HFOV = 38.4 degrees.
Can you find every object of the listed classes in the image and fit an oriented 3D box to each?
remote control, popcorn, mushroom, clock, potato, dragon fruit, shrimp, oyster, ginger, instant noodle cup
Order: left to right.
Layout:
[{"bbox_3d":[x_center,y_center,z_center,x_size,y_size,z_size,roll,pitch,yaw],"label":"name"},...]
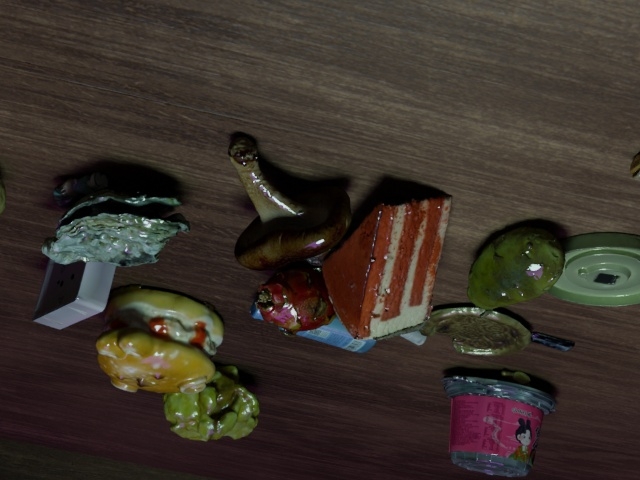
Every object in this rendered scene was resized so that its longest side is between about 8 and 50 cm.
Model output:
[{"bbox_3d":[-0.467,0.080,1.756,0.063,0.150,0.197,27,148,-33],"label":"clock"},{"bbox_3d":[-0.336,-0.016,1.533,0.198,0.112,0.268,5,165,-35],"label":"oyster"},{"bbox_3d":[-0.275,0.405,2.288,0.256,0.195,0.255,26,158,-28],"label":"popcorn"},{"bbox_3d":[-0.086,-0.067,1.416,0.227,0.148,0.217,-23,121,32],"label":"mushroom"},{"bbox_3d":[0.000,0.000,1.558,0.065,0.056,0.165,10,151,13],"label":"shrimp"},{"bbox_3d":[0.002,0.105,1.707,0.246,0.125,0.125,-10,-178,-4],"label":"dragon fruit"},{"bbox_3d":[0.392,0.430,2.081,0.302,0.181,0.258,17,161,-15],"label":"instant noodle cup"},{"bbox_3d":[0.312,0.051,1.507,0.117,0.090,0.225,50,143,6],"label":"potato"},{"bbox_3d":[0.440,0.305,2.030,0.097,0.030,0.048,33,165,-32],"label":"ginger"},{"bbox_3d":[0.461,0.205,1.847,0.096,0.014,0.039,17,152,-12],"label":"remote control"},{"bbox_3d":[0.479,0.056,1.539,0.235,0.029,0.235,8,153,4],"label":"clock"}]

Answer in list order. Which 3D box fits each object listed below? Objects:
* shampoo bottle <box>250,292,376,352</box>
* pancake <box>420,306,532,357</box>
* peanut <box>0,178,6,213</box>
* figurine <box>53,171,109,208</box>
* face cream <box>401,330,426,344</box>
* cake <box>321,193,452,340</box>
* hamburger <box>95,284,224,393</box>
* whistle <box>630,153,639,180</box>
[{"bbox_3d":[-0.014,0.165,1.870,0.258,0.061,0.104,18,152,-16],"label":"shampoo bottle"},{"bbox_3d":[0.312,0.182,1.833,0.235,0.029,0.212,25,150,-28],"label":"pancake"},{"bbox_3d":[-0.602,-0.085,1.535,0.159,0.109,0.140,25,140,-5],"label":"peanut"},{"bbox_3d":[-0.398,-0.085,1.540,0.106,0.047,0.060,-18,179,30],"label":"figurine"},{"bbox_3d":[0.160,0.174,1.861,0.130,0.034,0.034,29,147,-34],"label":"face cream"},{"bbox_3d":[0.106,0.009,1.502,0.158,0.159,0.262,-9,126,-26],"label":"cake"},{"bbox_3d":[-0.350,0.223,1.957,0.261,0.186,0.302,4,150,10],"label":"hamburger"},{"bbox_3d":[0.531,-0.072,1.258,0.220,0.057,0.107,17,166,-5],"label":"whistle"}]
